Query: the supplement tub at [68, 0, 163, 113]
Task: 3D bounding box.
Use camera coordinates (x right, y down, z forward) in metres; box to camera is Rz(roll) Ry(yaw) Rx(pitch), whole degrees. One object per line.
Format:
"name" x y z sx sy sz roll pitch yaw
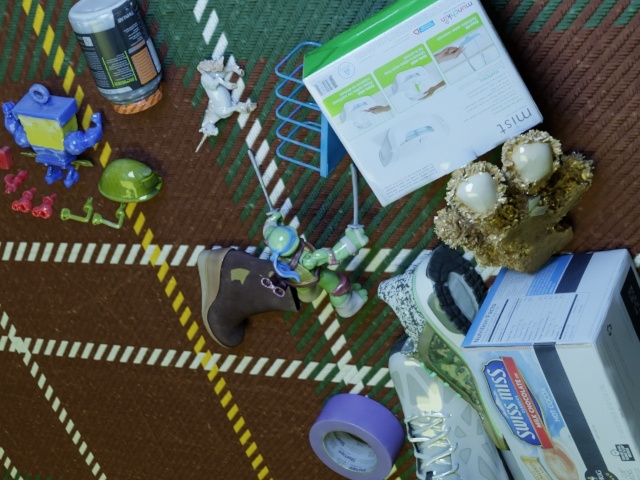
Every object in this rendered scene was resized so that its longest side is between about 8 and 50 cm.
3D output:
"supplement tub" -0.340 -0.318 1.782 0.117 0.117 0.190 5 129 28

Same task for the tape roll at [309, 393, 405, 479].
"tape roll" 0.077 0.416 2.213 0.189 0.080 0.189 17 136 18

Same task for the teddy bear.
"teddy bear" 0.282 -0.062 1.564 0.245 0.338 0.113 -44 61 17

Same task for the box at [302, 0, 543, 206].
"box" 0.143 -0.215 1.493 0.262 0.127 0.231 -29 113 14

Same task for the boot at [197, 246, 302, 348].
"boot" -0.133 0.128 2.075 0.207 0.090 0.248 9 128 28

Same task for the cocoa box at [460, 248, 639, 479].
"cocoa box" 0.419 0.222 1.713 0.228 0.231 0.347 -7 123 37

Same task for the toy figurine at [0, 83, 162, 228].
"toy figurine" -0.493 -0.181 1.959 0.362 0.191 0.217 12 128 21

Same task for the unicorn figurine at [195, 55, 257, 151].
"unicorn figurine" -0.169 -0.238 1.801 0.111 0.060 0.162 1 112 31

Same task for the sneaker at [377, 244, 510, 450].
"sneaker" 0.238 0.198 1.879 0.182 0.158 0.410 -12 113 43

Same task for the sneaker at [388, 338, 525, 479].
"sneaker" 0.237 0.412 1.978 0.169 0.257 0.447 -14 119 39

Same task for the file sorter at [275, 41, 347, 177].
"file sorter" -0.006 -0.212 1.673 0.104 0.118 0.170 21 136 20

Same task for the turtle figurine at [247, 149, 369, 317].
"turtle figurine" 0.000 0.000 1.872 0.197 0.275 0.266 -11 145 12
